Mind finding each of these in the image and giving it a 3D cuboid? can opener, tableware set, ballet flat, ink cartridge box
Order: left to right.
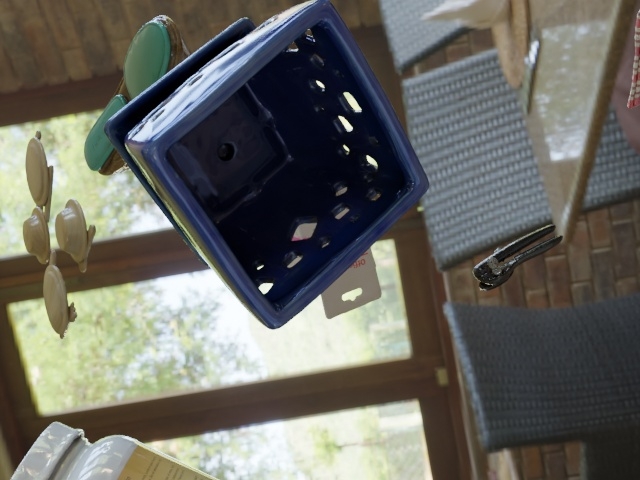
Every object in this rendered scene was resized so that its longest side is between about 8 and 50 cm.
[{"bbox_3d":[-0.244,-0.005,0.797,0.169,0.020,0.141,57,140,34],"label":"tableware set"},{"bbox_3d":[-0.257,-0.217,1.360,0.342,0.124,0.116,-50,58,42],"label":"ballet flat"},{"bbox_3d":[0.000,0.000,1.165,0.067,0.115,0.198,-15,92,49],"label":"ink cartridge box"},{"bbox_3d":[0.371,0.026,1.656,0.059,0.186,0.073,54,179,13],"label":"can opener"}]

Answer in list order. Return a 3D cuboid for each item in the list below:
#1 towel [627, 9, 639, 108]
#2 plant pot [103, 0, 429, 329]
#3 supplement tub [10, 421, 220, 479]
[{"bbox_3d":[0.604,-0.366,1.652,0.144,0.029,0.197,-54,-35,-50],"label":"towel"},{"bbox_3d":[-0.069,-0.088,0.904,0.212,0.236,0.236,24,152,56],"label":"plant pot"},{"bbox_3d":[-0.110,0.215,0.565,0.144,0.199,0.144,-63,2,5],"label":"supplement tub"}]
